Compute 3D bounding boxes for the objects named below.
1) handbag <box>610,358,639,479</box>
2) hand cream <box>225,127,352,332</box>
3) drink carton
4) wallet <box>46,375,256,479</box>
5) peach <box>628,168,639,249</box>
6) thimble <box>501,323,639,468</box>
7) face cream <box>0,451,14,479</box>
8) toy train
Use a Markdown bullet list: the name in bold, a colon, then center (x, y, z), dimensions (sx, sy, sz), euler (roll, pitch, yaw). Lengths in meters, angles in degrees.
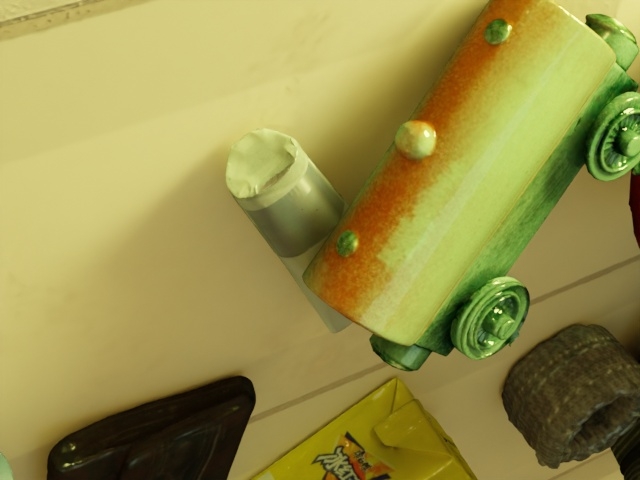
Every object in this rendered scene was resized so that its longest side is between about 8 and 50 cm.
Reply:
- **handbag**: center (0.463, 0.208, 1.346), dimensions (0.240, 0.247, 0.340), euler (-7, 149, -33)
- **hand cream**: center (0.000, 0.000, 0.841), dimensions (0.079, 0.048, 0.255), euler (-38, 149, 1)
- **drink carton**: center (-0.020, 0.292, 1.157), dimensions (0.351, 0.111, 0.154), euler (-36, 149, 1)
- **wallet**: center (-0.151, 0.214, 0.993), dimensions (0.182, 0.049, 0.229), euler (-17, 146, -31)
- **peach**: center (0.404, -0.050, 0.897), dimensions (0.406, 0.310, 0.335), euler (4, 95, -59)
- **thimble**: center (0.276, 0.167, 1.265), dimensions (0.150, 0.098, 0.150), euler (-24, 146, -17)
- **face cream**: center (-0.323, 0.174, 0.753), dimensions (0.250, 0.077, 0.077), euler (6, 130, -46)
- **toy train**: center (0.105, -0.040, 0.796), dimensions (0.177, 0.116, 0.285), euler (26, 103, -49)
